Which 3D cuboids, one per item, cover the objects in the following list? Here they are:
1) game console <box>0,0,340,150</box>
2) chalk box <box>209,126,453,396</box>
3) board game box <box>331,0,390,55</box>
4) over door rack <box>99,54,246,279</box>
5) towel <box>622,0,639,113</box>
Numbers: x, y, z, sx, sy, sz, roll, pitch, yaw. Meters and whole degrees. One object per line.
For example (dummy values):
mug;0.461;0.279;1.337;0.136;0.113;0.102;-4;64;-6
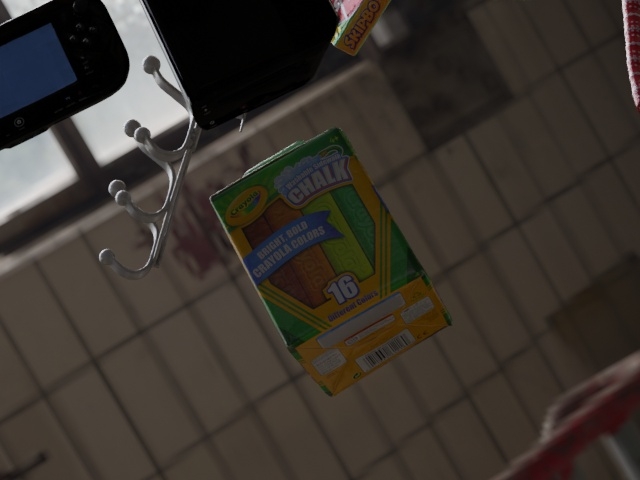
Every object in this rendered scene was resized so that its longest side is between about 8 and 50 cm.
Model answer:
game console;-0.173;-0.147;1.377;0.361;0.213;0.044;-26;-35;-1
chalk box;0.000;0.000;1.505;0.132;0.213;0.132;-31;-28;2
board game box;0.016;-0.307;1.876;0.124;0.039;0.259;-57;31;16
over door rack;-0.165;-0.141;2.056;0.324;0.108;0.239;-62;-3;-42
towel;0.418;-0.183;1.888;0.031;0.198;0.275;-57;16;35
